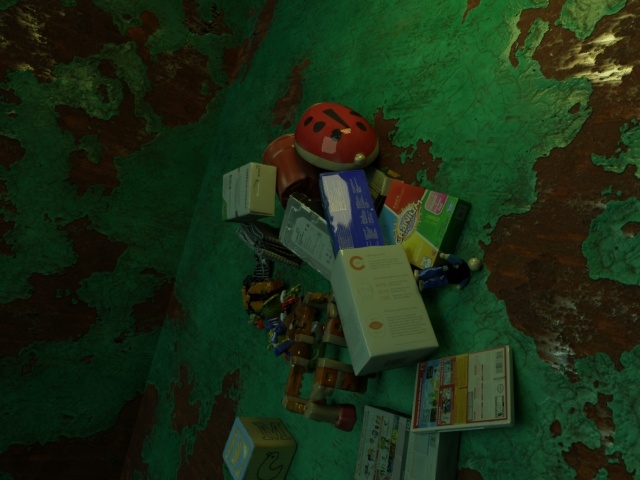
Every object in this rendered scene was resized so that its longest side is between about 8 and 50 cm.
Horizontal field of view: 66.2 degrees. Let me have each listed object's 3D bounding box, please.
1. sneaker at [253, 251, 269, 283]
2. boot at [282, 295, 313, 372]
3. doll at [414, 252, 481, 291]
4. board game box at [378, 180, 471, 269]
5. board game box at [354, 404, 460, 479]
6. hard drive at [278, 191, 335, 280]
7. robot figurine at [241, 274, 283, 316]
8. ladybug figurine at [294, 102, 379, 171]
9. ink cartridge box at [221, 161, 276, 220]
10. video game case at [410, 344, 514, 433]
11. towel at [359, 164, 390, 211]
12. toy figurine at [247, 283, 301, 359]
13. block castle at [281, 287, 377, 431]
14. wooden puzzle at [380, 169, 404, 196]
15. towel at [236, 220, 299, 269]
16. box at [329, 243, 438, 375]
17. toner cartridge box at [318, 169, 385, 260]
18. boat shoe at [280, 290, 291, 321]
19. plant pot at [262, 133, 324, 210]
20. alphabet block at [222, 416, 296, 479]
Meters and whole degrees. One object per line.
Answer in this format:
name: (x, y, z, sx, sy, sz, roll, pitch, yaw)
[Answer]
sneaker: (-0.274, 0.115, 2.382, 0.081, 0.094, 0.209, 4, 96, 13)
boot: (-0.065, 0.371, 1.959, 0.220, 0.109, 0.283, -61, 29, 12)
doll: (0.370, 0.090, 1.421, 0.189, 0.129, 0.046, -18, 21, 24)
board game box: (0.312, -0.049, 1.597, 0.316, 0.064, 0.242, 28, 100, 56)
board game box: (0.241, 0.618, 1.407, 0.303, 0.097, 0.224, -3, 73, 53)
hard drive: (0.000, 0.000, 1.822, 0.339, 0.064, 0.237, 38, 133, 21)
robot figurine: (-0.273, 0.261, 2.277, 0.291, 0.085, 0.211, -8, 89, 54)
ladybug figurine: (0.057, -0.412, 1.899, 0.449, 0.305, 0.162, 47, 154, 47)
ink cartridge box: (-0.304, -0.192, 2.059, 0.289, 0.121, 0.211, -5, 81, 57)
video game case: (0.367, 0.394, 1.287, 0.285, 0.025, 0.204, -24, 37, 40)
towel: (0.131, -0.158, 1.930, 0.312, 0.056, 0.324, -60, 34, 15)
toy figurine: (-0.131, 0.334, 1.834, 0.217, 0.191, 0.362, 63, 157, 14)
block castle: (0.048, 0.394, 1.683, 0.303, 0.212, 0.454, -24, 51, 63)
wooden puzzle: (0.255, -0.187, 1.750, 0.014, 0.078, 0.116, 25, -94, -79)
towel: (-0.223, -0.001, 2.203, 0.283, 0.235, 0.121, 36, 101, 54)
box: (0.179, 0.204, 1.490, 0.168, 0.214, 0.345, 110, 151, -55)
toner cartridge box: (0.103, -0.079, 1.684, 0.075, 0.165, 0.348, 97, 164, -59)
boat shoe: (-0.146, 0.287, 2.148, 0.040, 0.049, 0.142, -13, 67, 32)
plant pot: (-0.092, -0.263, 2.068, 0.272, 0.272, 0.265, -52, 37, 30)
alphabet block: (-0.241, 0.824, 1.929, 0.193, 0.197, 0.193, 34, 106, 55)
